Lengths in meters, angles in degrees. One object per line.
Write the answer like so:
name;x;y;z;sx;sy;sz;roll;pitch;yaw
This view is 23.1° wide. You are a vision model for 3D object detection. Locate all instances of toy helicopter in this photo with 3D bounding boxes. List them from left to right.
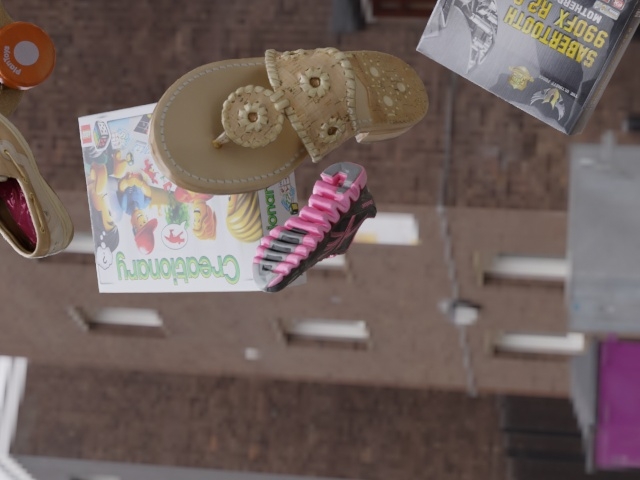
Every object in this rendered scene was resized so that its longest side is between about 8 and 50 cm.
toy helicopter;-0.511;-0.284;1.941;0.355;0.235;0.140;59;156;-10

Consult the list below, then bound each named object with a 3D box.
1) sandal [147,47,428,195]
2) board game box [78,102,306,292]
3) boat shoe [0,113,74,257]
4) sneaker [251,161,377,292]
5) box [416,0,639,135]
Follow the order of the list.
sandal;-0.001;-0.096;0.979;0.240;0.079;0.088;-17;-106;-47
board game box;-0.135;-0.045;1.580;0.053;0.305;0.193;-9;-86;-39
boat shoe;-0.291;-0.056;1.419;0.170;0.063;0.059;51;-155;1
sneaker;0.000;0.000;1.151;0.119;0.047;0.057;-47;-45;-17
box;0.256;-0.261;1.910;0.056;0.231;0.183;-11;-50;-63
